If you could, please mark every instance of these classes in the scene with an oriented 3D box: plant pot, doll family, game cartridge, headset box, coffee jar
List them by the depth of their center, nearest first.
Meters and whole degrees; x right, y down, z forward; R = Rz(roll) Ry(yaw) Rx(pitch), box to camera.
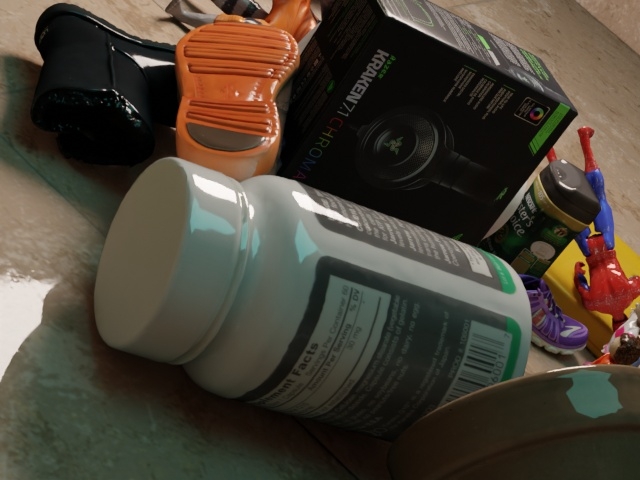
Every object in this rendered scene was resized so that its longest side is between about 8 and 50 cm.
[{"bbox_3d":[0.206,0.264,1.222,0.263,0.263,0.229,14,53,-42],"label":"plant pot"},{"bbox_3d":[0.105,-0.123,1.559,0.283,0.246,0.131,23,27,-28],"label":"headset box"},{"bbox_3d":[0.390,0.158,1.696,0.118,0.163,0.263,42,25,7],"label":"doll family"},{"bbox_3d":[0.279,-0.014,1.814,0.079,0.184,0.096,28,26,-22],"label":"coffee jar"},{"bbox_3d":[0.419,0.088,2.003,0.285,0.052,0.324,45,28,15],"label":"game cartridge"}]

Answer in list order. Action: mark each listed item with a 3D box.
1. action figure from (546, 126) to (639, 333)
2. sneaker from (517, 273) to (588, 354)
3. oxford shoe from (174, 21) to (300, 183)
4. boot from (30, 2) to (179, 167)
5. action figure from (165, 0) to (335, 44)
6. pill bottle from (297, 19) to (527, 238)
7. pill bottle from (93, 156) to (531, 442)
[{"bbox_3d":[0.374,-0.001,1.892,0.139,0.092,0.280,23,51,-71],"label":"action figure"},{"bbox_3d":[0.277,0.086,1.778,0.170,0.071,0.068,30,26,-20],"label":"sneaker"},{"bbox_3d":[-0.095,-0.123,1.468,0.130,0.132,0.363,7,32,2],"label":"oxford shoe"},{"bbox_3d":[-0.195,-0.140,1.497,0.247,0.094,0.207,25,29,-27],"label":"boot"},{"bbox_3d":[-0.009,-0.317,1.937,0.330,0.178,0.341,39,61,-16],"label":"action figure"},{"bbox_3d":[0.106,-0.135,1.767,0.323,0.181,0.181,37,23,-25],"label":"pill bottle"},{"bbox_3d":[-0.005,0.059,1.273,0.361,0.204,0.204,20,30,-29],"label":"pill bottle"}]
